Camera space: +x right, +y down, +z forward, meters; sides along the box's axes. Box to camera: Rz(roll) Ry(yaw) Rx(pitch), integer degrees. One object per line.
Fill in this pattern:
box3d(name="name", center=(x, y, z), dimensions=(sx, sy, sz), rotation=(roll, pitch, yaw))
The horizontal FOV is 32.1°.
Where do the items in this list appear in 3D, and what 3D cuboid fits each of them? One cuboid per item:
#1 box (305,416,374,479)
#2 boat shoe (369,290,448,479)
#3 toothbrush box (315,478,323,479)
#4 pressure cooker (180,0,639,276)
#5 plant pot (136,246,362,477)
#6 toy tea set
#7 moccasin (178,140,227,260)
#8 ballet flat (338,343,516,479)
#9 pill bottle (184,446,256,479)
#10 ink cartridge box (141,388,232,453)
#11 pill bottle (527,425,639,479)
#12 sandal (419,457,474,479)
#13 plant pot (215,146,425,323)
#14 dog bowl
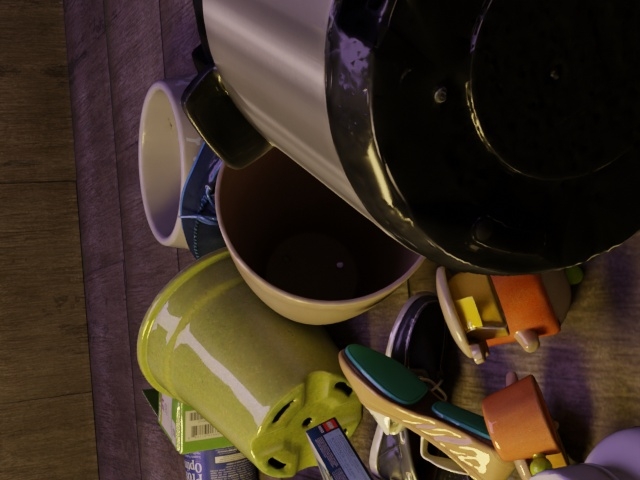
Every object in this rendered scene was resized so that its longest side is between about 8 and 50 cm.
box3d(name="box", center=(0.057, 0.354, 1.391), dimensions=(0.159, 0.044, 0.233), rotation=(52, 164, 51))
box3d(name="boat shoe", center=(0.120, 0.176, 1.286), dimensions=(0.079, 0.084, 0.233), rotation=(16, 99, 54))
box3d(name="toothbrush box", center=(-0.023, 0.496, 1.616), dimensions=(0.206, 0.122, 0.283), rotation=(147, 115, -64))
box3d(name="pressure cooker", center=(0.097, -0.207, 0.923), dimensions=(0.420, 0.370, 0.375), rotation=(40, 126, 54))
box3d(name="plant pot", center=(-0.078, 0.185, 1.565), dimensions=(0.254, 0.276, 0.276), rotation=(43, 134, 41))
box3d(name="toy tea set", center=(0.218, 0.144, 1.027), dimensions=(0.200, 0.124, 0.336), rotation=(-39, -72, -78))
box3d(name="moccasin", center=(-0.151, -0.085, 1.806), dimensions=(0.117, 0.138, 0.342), rotation=(56, 144, 42))
box3d(name="ballet flat", center=(0.106, 0.196, 1.208), dimensions=(0.232, 0.080, 0.073), rotation=(29, 112, 27))
box3d(name="pill bottle", center=(-0.172, 0.417, 1.942), dimensions=(0.123, 0.123, 0.219), rotation=(174, 90, -67))
box3d(name="ink cartridge box", center=(-0.182, 0.249, 1.855), dimensions=(0.255, 0.189, 0.097), rotation=(-146, 55, -62))
box3d(name="pill bottle", center=(0.262, 0.188, 0.752), dimensions=(0.136, 0.246, 0.136), rotation=(176, 90, -66))
box3d(name="sandal", center=(0.133, 0.302, 1.338), dimensions=(0.179, 0.040, 0.067), rotation=(-34, 66, 47))
box3d(name="plant pot", center=(0.000, 0.000, 1.381), dimensions=(0.274, 0.257, 0.256), rotation=(101, 158, -69))
box3d(name="dog bowl", center=(-0.253, -0.145, 2.073), dimensions=(0.349, 0.102, 0.348), rotation=(175, 90, -66))
